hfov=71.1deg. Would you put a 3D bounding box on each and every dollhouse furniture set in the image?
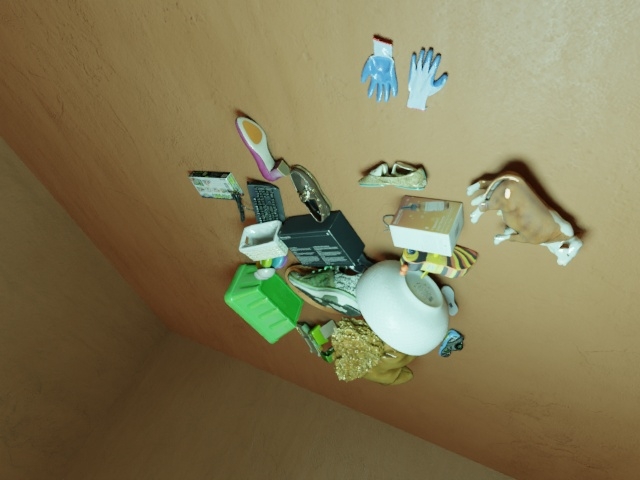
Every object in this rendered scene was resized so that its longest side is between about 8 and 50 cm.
[{"bbox_3d":[0.010,0.490,2.328,0.197,0.151,0.302,60,161,-6],"label":"dollhouse furniture set"}]

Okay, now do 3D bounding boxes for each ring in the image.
[{"bbox_3d":[-0.003,0.213,1.984,0.337,0.032,0.336,22,146,15],"label":"ring"}]

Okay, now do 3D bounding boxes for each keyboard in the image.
[{"bbox_3d":[-0.234,-0.105,1.701,0.202,0.033,0.317,9,143,12],"label":"keyboard"}]

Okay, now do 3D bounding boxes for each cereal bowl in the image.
[{"bbox_3d":[0.289,0.191,1.456,0.339,0.339,0.141,35,124,-6],"label":"cereal bowl"}]

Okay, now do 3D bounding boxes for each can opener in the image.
[{"bbox_3d":[0.183,0.095,1.640,0.186,0.073,0.059,23,-169,-11],"label":"can opener"}]

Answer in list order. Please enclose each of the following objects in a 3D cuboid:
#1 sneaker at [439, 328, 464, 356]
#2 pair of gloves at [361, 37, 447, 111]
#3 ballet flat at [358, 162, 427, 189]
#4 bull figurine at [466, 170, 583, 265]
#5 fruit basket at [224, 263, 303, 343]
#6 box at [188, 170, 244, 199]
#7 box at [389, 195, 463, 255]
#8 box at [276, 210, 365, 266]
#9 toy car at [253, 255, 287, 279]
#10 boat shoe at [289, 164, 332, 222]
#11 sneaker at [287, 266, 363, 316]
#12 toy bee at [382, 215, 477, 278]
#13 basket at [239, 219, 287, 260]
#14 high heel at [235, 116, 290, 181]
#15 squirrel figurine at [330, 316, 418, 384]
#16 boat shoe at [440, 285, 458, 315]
[{"bbox_3d":[0.527,0.425,1.796,0.078,0.067,0.188,27,146,18],"label":"sneaker"},{"bbox_3d":[0.186,-0.371,1.020,0.198,0.023,0.159,22,148,15],"label":"pair of gloves"},{"bbox_3d":[0.198,-0.182,1.249,0.207,0.073,0.067,6,113,30],"label":"ballet flat"},{"bbox_3d":[0.505,-0.052,1.119,0.310,0.101,0.189,44,148,-20],"label":"bull figurine"},{"bbox_3d":[-0.316,0.298,2.178,0.393,0.282,0.391,8,133,9],"label":"fruit basket"},{"bbox_3d":[-0.403,-0.211,1.726,0.207,0.036,0.114,8,142,33],"label":"box"},{"bbox_3d":[0.303,-0.044,1.273,0.171,0.130,0.091,11,144,29],"label":"box"},{"bbox_3d":[0.000,0.000,1.618,0.262,0.103,0.184,-3,138,43],"label":"box"},{"bbox_3d":[-0.209,0.080,1.881,0.137,0.159,0.182,-1,169,-18],"label":"toy car"},{"bbox_3d":[-0.035,-0.150,1.470,0.073,0.073,0.207,-8,130,47],"label":"boat shoe"},{"bbox_3d":[0.037,0.161,1.758,0.411,0.182,0.158,16,158,47],"label":"sneaker"},{"bbox_3d":[0.313,0.057,1.379,0.299,0.162,0.195,11,145,29],"label":"toy bee"},{"bbox_3d":[-0.210,0.005,1.723,0.168,0.113,0.103,-11,141,26],"label":"basket"},{"bbox_3d":[-0.206,-0.285,1.428,0.117,0.082,0.244,-5,142,45],"label":"high heel"},{"bbox_3d":[0.237,0.397,1.714,0.398,0.280,0.370,-6,153,-24],"label":"squirrel figurine"},{"bbox_3d":[0.447,0.208,1.585,0.142,0.049,0.040,63,175,-33],"label":"boat shoe"}]
